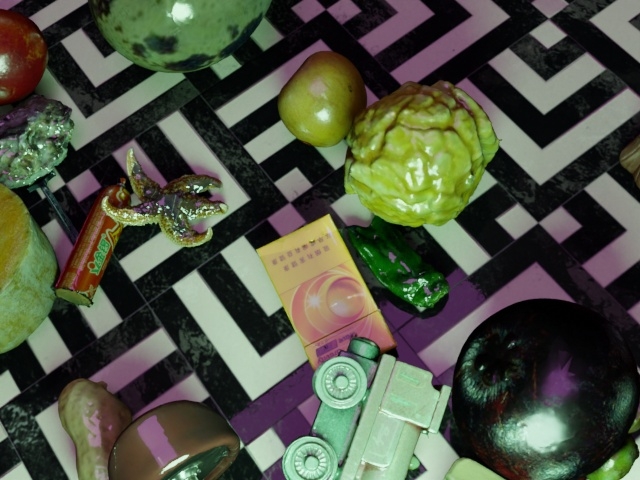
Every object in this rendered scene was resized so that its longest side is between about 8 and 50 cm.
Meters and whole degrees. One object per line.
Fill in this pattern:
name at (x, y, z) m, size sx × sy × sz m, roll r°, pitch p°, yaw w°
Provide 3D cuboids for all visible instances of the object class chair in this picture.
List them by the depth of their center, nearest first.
chair at (-0.150, 0.450, 1.264) m, size 0.226 × 0.226 × 0.401 m, roll -35°, pitch 66°, yaw -9°

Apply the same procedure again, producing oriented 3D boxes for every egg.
egg at (-0.266, -0.531, 1.670) m, size 0.345 × 0.345 × 0.428 m, roll 30°, pitch 60°, yaw 19°

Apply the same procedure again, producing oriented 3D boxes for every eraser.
eraser at (0.232, 0.411, 1.256) m, size 0.117 × 0.172 × 0.058 m, roll 30°, pitch 49°, yaw 20°

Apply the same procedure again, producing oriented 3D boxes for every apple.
apple at (0.006, -0.271, 1.611) m, size 0.155 × 0.182 × 0.182 m, roll 39°, pitch 74°, yaw -9°

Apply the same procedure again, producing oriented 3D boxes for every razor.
razor at (-0.524, -0.060, 1.657) m, size 0.066 × 0.033 × 0.190 m, roll -34°, pitch 66°, yaw -8°

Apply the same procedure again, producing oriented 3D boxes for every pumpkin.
pumpkin at (-0.653, 0.073, 1.538) m, size 0.332 × 0.199 × 0.332 m, roll -4°, pitch 57°, yaw 6°

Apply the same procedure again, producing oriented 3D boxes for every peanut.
peanut at (-0.368, 0.350, 1.408) m, size 0.117 × 0.101 × 0.263 m, roll -32°, pitch 64°, yaw 15°

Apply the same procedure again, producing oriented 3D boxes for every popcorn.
popcorn at (0.177, -0.157, 1.469) m, size 0.247 × 0.282 × 0.282 m, roll 41°, pitch 76°, yaw 7°

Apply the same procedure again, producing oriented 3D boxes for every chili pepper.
chili pepper at (0.134, 0.034, 1.508) m, size 0.098 × 0.061 × 0.224 m, roll -40°, pitch 68°, yaw -11°

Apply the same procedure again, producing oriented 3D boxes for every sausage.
sausage at (-0.427, -0.007, 1.594) m, size 0.083 × 0.083 × 0.264 m, roll 12°, pitch 67°, yaw 13°

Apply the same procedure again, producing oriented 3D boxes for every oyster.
oyster at (-0.630, -0.194, 1.685) m, size 0.198 × 0.112 × 0.268 m, roll 32°, pitch 67°, yaw 21°

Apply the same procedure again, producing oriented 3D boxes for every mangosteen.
mangosteen at (0.355, 0.235, 1.279) m, size 0.300 × 0.300 × 0.300 m, roll -3°, pitch 65°, yaw 6°

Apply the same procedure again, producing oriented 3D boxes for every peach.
peach at (-0.675, -0.383, 1.732) m, size 0.243 × 0.243 × 0.200 m, roll -7°, pitch 108°, yaw 5°

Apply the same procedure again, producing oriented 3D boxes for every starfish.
starfish at (-0.301, -0.078, 1.601) m, size 0.238 × 0.071 × 0.216 m, roll -14°, pitch 68°, yaw -25°

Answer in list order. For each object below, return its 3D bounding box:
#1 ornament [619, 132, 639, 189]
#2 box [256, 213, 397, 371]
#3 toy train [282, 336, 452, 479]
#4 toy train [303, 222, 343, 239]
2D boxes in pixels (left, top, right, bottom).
ornament at (0.661, -0.182, 1.446) m, size 0.235 × 0.218 × 0.221 m, roll -2°, pitch 64°, yaw 8°
box at (0.010, 0.103, 1.479) m, size 0.152 × 0.043 × 0.269 m, roll -26°, pitch 76°, yaw -2°
toy train at (0.068, 0.318, 1.341) m, size 0.221 × 0.150 × 0.305 m, roll 22°, pitch 79°, yaw 1°
toy train at (0.000, 0.000, 1.554) m, size 0.093 × 0.038 × 0.056 m, roll 9°, pitch 65°, yaw 12°
